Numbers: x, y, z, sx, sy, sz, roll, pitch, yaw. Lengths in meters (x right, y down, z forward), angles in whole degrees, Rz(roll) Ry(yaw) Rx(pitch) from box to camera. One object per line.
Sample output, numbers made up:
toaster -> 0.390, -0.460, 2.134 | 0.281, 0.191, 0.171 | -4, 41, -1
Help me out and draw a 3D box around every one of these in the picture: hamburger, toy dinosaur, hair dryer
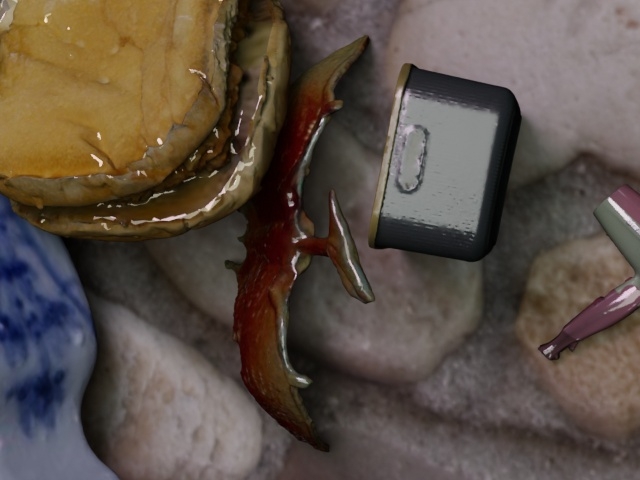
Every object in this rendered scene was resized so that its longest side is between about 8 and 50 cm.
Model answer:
hamburger -> -0.150, -0.132, 1.311 | 0.260, 0.144, 0.283 | 0, 64, 23
toy dinosaur -> -0.005, -0.006, 1.338 | 0.206, 0.113, 0.327 | -34, 58, 46
hair dryer -> 0.236, 0.042, 1.316 | 0.106, 0.054, 0.154 | 44, 103, 13

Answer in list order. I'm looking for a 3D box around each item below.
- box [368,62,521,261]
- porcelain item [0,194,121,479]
box -> 0.102, -0.056, 1.266 | 0.090, 0.201, 0.144 | 12, 92, 8
porcelain item -> -0.314, 0.061, 1.335 | 0.178, 0.243, 0.405 | -25, 83, 34
